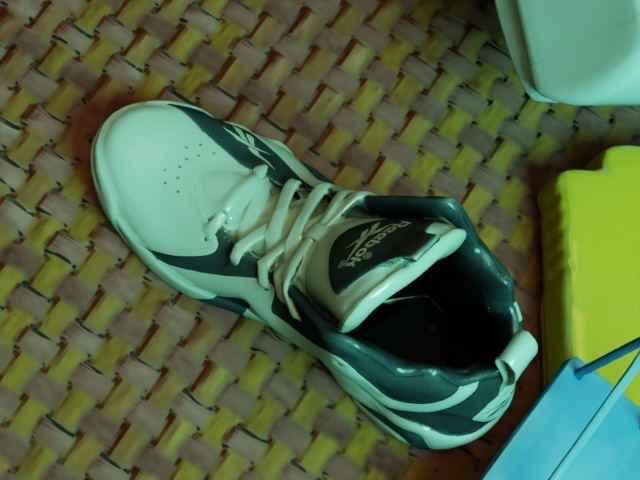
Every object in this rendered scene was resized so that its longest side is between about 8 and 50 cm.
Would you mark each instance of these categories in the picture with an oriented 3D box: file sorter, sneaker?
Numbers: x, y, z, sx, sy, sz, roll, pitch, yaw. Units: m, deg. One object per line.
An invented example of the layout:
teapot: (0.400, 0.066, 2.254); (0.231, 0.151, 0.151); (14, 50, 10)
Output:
file sorter: (0.155, 0.137, 0.555); (0.170, 0.104, 0.118); (39, 70, 3)
sneaker: (0.000, 0.000, 0.587); (0.235, 0.153, 0.094); (44, 70, 3)

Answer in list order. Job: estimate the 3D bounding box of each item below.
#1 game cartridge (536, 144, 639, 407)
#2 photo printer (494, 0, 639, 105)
game cartridge: (0.254, 0.115, 0.662); (0.285, 0.052, 0.323); (4, 72, -9)
photo printer: (0.208, -0.190, 0.655); (0.308, 0.107, 0.256); (-4, 79, -39)
